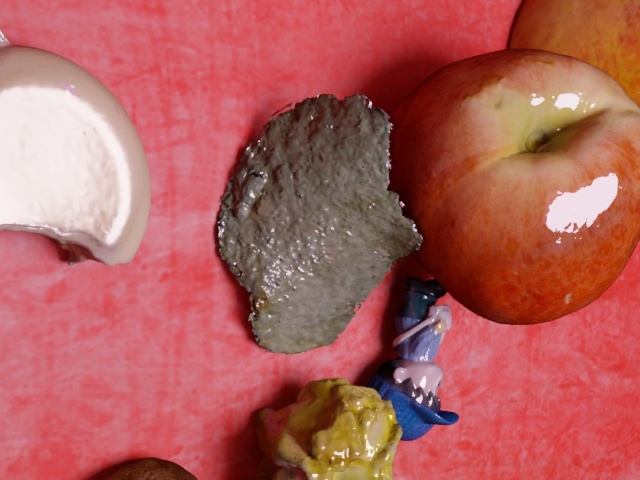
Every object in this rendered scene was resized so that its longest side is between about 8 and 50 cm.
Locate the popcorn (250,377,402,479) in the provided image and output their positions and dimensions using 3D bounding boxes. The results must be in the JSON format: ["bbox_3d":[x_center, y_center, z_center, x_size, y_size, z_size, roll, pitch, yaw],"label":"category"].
[{"bbox_3d":[0.004,0.187,0.771,0.126,0.126,0.145,19,112,-26],"label":"popcorn"}]

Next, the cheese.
[{"bbox_3d":[-0.202,-0.096,0.625,0.163,0.071,0.249,-10,102,-31],"label":"cheese"}]

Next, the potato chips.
[{"bbox_3d":[0.000,-0.002,0.750,0.167,0.059,0.228,-10,111,11],"label":"potato chips"}]

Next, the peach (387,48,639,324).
[{"bbox_3d":[0.169,-0.041,0.793,0.232,0.257,0.232,1,68,-2],"label":"peach"}]

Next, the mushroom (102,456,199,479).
[{"bbox_3d":[-0.135,0.232,0.724,0.127,0.087,0.127,11,76,-51],"label":"mushroom"}]

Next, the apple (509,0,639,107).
[{"bbox_3d":[0.345,-0.162,0.908,0.293,0.163,0.251,-17,105,-28],"label":"apple"}]

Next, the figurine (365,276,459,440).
[{"bbox_3d":[0.086,0.109,0.837,0.087,0.086,0.149,5,84,2],"label":"figurine"}]
